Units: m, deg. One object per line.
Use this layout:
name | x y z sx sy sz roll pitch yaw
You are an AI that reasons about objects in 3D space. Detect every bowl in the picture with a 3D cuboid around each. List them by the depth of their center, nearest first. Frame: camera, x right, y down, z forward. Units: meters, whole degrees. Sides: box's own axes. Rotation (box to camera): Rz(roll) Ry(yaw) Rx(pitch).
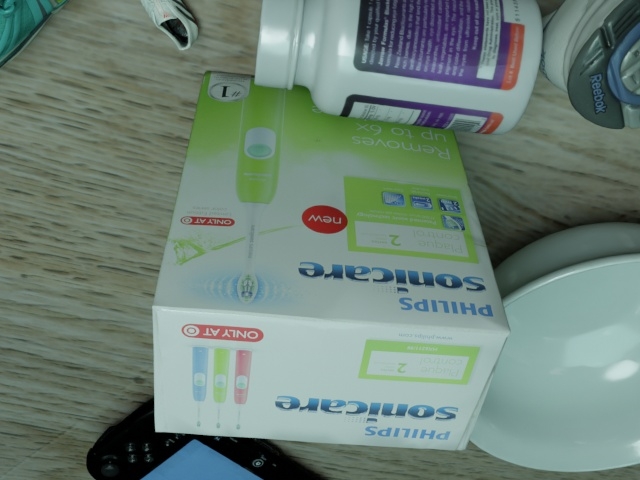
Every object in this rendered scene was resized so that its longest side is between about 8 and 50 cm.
bowl | 0.260 0.084 0.743 0.298 0.134 0.297 -1 129 -1

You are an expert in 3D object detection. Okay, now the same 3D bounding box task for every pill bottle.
pill bottle | 0.052 -0.141 0.566 0.194 0.108 0.108 6 130 -6

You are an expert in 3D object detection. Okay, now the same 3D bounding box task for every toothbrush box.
toothbrush box | 0.000 0.000 0.571 0.206 0.283 0.122 5 130 -4

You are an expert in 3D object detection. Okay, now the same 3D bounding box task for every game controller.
game controller | -0.127 0.302 0.964 0.166 0.067 0.319 -34 123 25

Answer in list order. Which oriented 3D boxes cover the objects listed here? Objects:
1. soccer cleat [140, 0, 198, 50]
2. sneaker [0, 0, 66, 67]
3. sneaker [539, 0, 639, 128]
soccer cleat | -0.120 -0.180 0.578 0.029 0.035 0.083 -23 127 18
sneaker | -0.197 -0.194 0.512 0.107 0.110 0.275 37 120 -18
sneaker | 0.263 -0.207 0.519 0.297 0.129 0.111 -38 121 5
